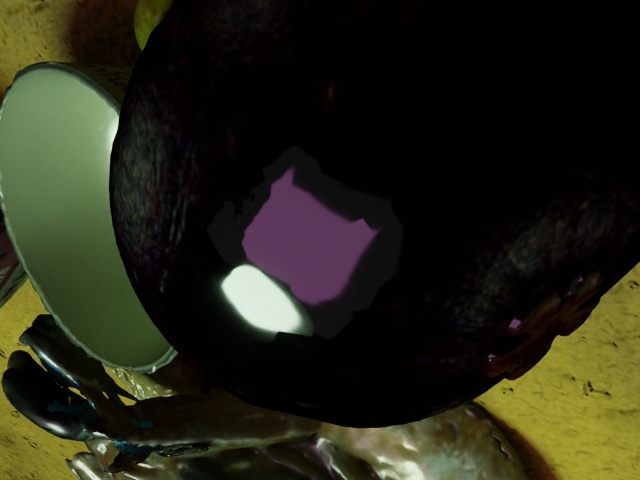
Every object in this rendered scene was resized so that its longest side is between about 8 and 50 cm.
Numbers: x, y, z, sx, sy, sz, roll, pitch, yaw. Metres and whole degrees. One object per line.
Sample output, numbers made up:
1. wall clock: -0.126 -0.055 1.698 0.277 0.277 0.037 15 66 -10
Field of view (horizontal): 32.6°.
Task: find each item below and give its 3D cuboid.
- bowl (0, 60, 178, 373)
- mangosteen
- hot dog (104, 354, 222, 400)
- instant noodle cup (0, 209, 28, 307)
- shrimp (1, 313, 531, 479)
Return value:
1. bowl: -0.115 -0.029 0.731 0.211 0.112 0.211 24 127 38
2. mangosteen: 0.014 -0.067 0.530 0.302 0.275 0.275 52 152 29
3. hot dog: -0.139 0.082 0.921 0.073 0.084 0.242 -7 126 39
4. instant noodle cup: -0.346 -0.005 0.877 0.178 0.235 0.235 45 142 1
5. shrimp: -0.032 0.177 0.842 0.446 0.221 0.110 25 -175 -6
